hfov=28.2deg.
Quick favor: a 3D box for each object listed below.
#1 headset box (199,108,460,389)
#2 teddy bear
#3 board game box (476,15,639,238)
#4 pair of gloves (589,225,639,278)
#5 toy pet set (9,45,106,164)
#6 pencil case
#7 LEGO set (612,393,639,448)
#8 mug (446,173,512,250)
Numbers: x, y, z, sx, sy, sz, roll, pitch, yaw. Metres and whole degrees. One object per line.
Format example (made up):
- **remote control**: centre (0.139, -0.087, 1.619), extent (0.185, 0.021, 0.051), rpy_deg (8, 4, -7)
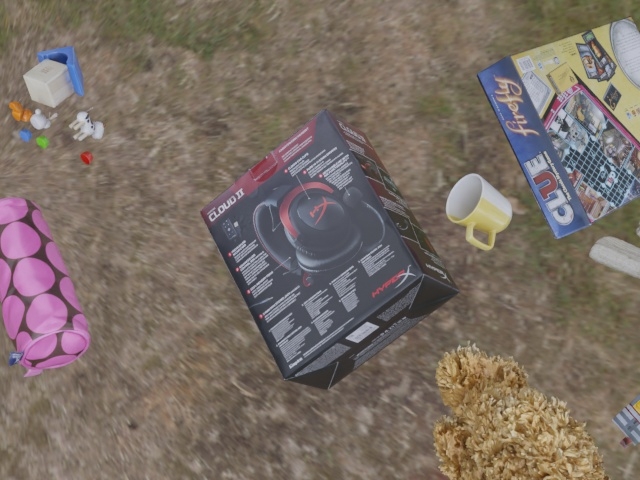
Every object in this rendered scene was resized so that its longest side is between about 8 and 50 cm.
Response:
- **headset box**: centre (0.000, 0.000, 1.565), extent (0.218, 0.110, 0.293), rpy_deg (-39, 61, 16)
- **teddy bear**: centre (0.192, 0.236, 1.129), extent (0.113, 0.245, 0.338), rpy_deg (-13, 53, -27)
- **board game box**: centre (0.258, -0.113, 1.194), extent (0.243, 0.042, 0.165), rpy_deg (-23, 87, -48)
- **pair of gloves**: centre (0.445, 0.034, 1.494), extent (0.240, 0.204, 0.042), rpy_deg (-11, 128, -54)
- **toy pet set**: centre (-0.300, -0.163, 1.473), extent (0.065, 0.122, 0.114), rpy_deg (-45, 141, -33)
- **pencil case**: centre (-0.351, 0.054, 1.523), extent (0.095, 0.098, 0.209), rpy_deg (2, 52, -38)
- **LEGO set**: centre (0.572, 0.250, 1.789), extent (0.255, 0.192, 0.331), rpy_deg (45, 41, 11)
- **mug**: centre (0.188, -0.031, 1.500), extent (0.064, 0.062, 0.078), rpy_deg (27, 87, -31)
